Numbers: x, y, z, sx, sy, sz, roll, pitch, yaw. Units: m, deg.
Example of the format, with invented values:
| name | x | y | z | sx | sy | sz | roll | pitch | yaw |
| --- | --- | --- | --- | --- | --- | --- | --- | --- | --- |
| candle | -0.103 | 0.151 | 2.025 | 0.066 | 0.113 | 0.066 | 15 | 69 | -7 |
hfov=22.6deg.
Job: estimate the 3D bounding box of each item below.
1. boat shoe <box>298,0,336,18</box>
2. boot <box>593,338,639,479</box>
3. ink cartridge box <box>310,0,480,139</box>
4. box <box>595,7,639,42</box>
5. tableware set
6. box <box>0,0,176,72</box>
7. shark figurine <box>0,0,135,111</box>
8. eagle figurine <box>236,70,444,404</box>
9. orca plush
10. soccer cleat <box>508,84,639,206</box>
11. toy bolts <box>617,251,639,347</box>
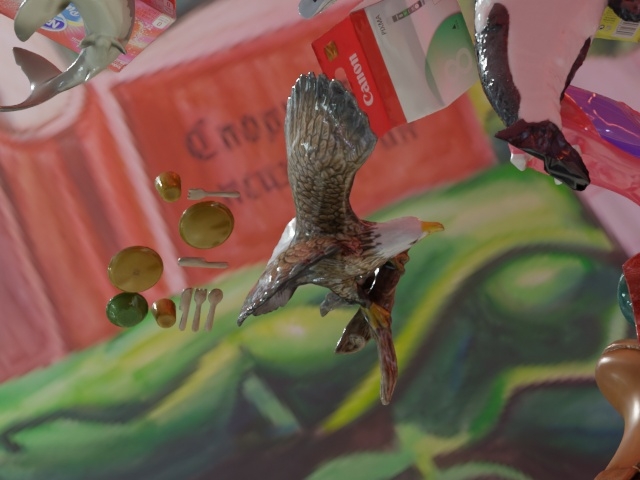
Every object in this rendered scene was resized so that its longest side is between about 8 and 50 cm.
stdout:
| name | x | y | z | sx | sy | sz | roll | pitch | yaw |
| --- | --- | --- | --- | --- | --- | --- | --- | --- | --- |
| boat shoe | 0.013 | -0.318 | 2.030 | 0.100 | 0.035 | 0.035 | -43 | -9 | 38 |
| boot | 0.292 | 0.223 | 1.491 | 0.220 | 0.283 | 0.109 | -29 | -42 | -17 |
| ink cartridge box | 0.106 | -0.240 | 2.105 | 0.056 | 0.181 | 0.224 | 10 | 42 | 46 |
| box | 0.253 | -0.297 | 1.647 | 0.087 | 0.232 | 0.058 | 1 | -49 | -33 |
| tableware set | -0.130 | 0.012 | 1.370 | 0.104 | 0.154 | 0.024 | 3 | 32 | -17 |
| box | -0.360 | -0.383 | 2.224 | 0.300 | 0.154 | 0.142 | 25 | -46 | -35 |
| shark figurine | -0.187 | -0.202 | 1.274 | 0.166 | 0.116 | 0.278 | 2 | -27 | -7 |
| eagle figurine | 0.010 | -0.005 | 1.587 | 0.225 | 0.226 | 0.298 | -40 | -36 | 7 |
| orca plush | 0.182 | -0.152 | 1.281 | 0.151 | 0.287 | 0.102 | -1 | -35 | -6 |
| soccer cleat | 0.269 | -0.063 | 1.298 | 0.083 | 0.248 | 0.095 | 114 | 180 | -53 |
| toy bolts | 0.408 | 0.067 | 1.562 | 0.228 | 0.218 | 0.158 | -6 | 2 | 11 |
